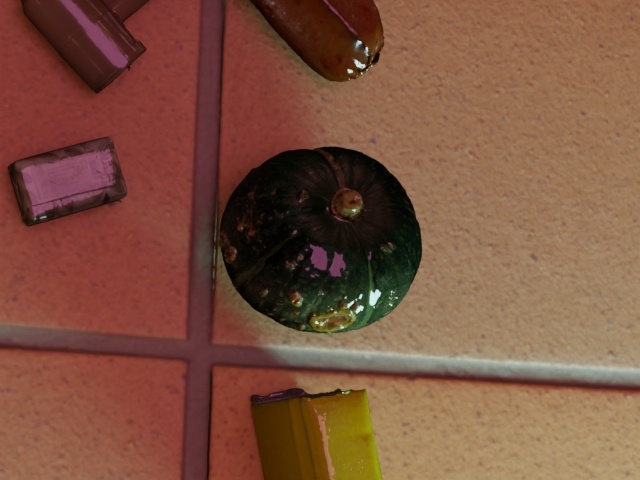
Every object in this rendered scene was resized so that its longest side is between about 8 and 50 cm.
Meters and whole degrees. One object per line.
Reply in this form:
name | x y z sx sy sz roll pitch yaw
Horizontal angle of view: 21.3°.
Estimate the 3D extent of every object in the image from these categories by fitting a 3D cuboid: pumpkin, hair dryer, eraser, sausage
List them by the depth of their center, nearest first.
eraser | 0.008 0.244 1.538 0.069 0.158 0.226 -10 87 -24
pumpkin | 0.001 0.000 1.569 0.190 0.146 0.190 2 71 -5
hair dryer | -0.181 -0.232 1.583 0.117 0.064 0.182 49 62 -7
sausage | -0.057 -0.291 1.610 0.102 0.102 0.330 -44 103 -20

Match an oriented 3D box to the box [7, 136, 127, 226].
box | -0.229 -0.053 1.545 0.098 0.045 0.062 -15 89 -20
